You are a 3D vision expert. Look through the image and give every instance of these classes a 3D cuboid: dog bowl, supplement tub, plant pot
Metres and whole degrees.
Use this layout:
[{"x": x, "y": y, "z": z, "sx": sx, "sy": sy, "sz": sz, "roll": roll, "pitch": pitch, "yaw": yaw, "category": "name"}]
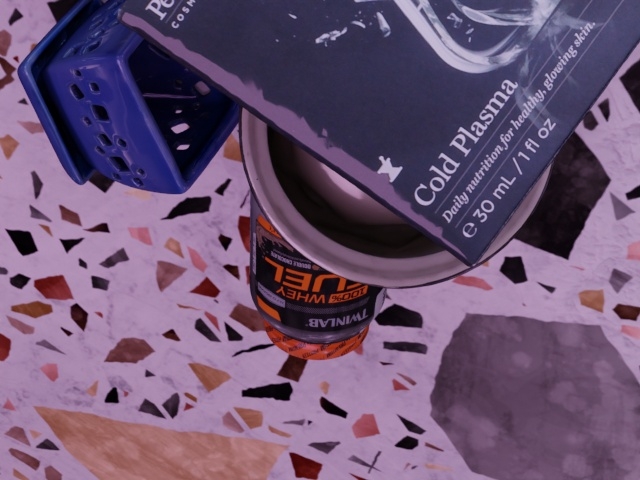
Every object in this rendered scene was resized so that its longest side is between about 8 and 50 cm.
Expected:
[{"x": 0.089, "y": -0.146, "z": 1.993, "sx": 0.408, "sy": 0.150, "sz": 0.407, "roll": 0, "pitch": 93, "yaw": -9, "category": "dog bowl"}, {"x": 0.000, "y": 0.000, "z": 2.239, "sx": 0.207, "sy": 0.207, "sz": 0.338, "roll": 11, "pitch": 132, "yaw": 10, "category": "supplement tub"}, {"x": -0.264, "y": -0.214, "z": 2.134, "sx": 0.212, "sy": 0.236, "sz": 0.236, "roll": -1, "pitch": 129, "yaw": 28, "category": "plant pot"}]

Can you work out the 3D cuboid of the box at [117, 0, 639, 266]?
[{"x": 0.102, "y": -0.310, "z": 1.732, "sx": 0.472, "sy": 0.297, "sz": 0.480, "roll": 34, "pitch": 96, "yaw": -8, "category": "box"}]
